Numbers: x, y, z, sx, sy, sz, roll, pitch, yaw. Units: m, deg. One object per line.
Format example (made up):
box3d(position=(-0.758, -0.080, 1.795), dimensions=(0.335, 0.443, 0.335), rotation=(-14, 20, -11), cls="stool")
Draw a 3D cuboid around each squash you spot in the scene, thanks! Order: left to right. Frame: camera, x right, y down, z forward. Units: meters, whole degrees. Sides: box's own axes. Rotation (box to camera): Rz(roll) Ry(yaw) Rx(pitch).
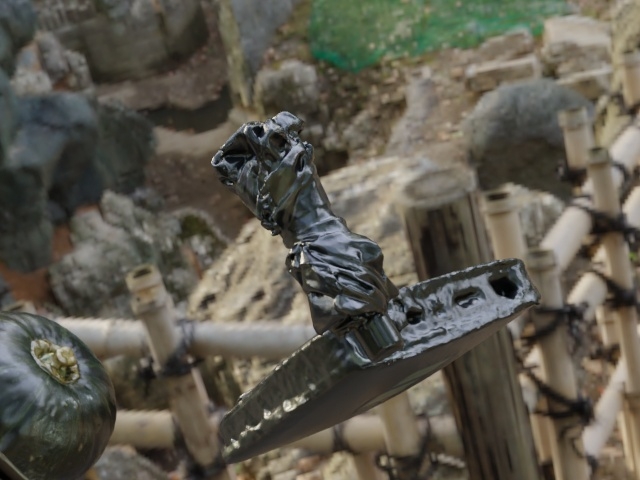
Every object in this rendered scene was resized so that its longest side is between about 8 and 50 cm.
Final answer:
box3d(position=(-0.280, 0.152, 1.104), dimensions=(0.156, 0.193, 0.193), rotation=(-55, 34, -1), cls="squash")

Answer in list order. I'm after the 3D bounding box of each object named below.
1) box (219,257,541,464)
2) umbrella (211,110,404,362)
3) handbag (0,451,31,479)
box3d(position=(0.069, 0.151, 1.496), dimensions=(0.359, 0.091, 0.350), rotation=(-14, -19, -41), cls="box")
box3d(position=(0.000, -0.001, 1.199), dimensions=(0.110, 0.272, 0.122), rotation=(-34, -14, -4), cls="umbrella")
box3d(position=(-0.222, 0.121, 0.510), dimensions=(0.236, 0.358, 0.160), rotation=(20, 61, 43), cls="handbag")
